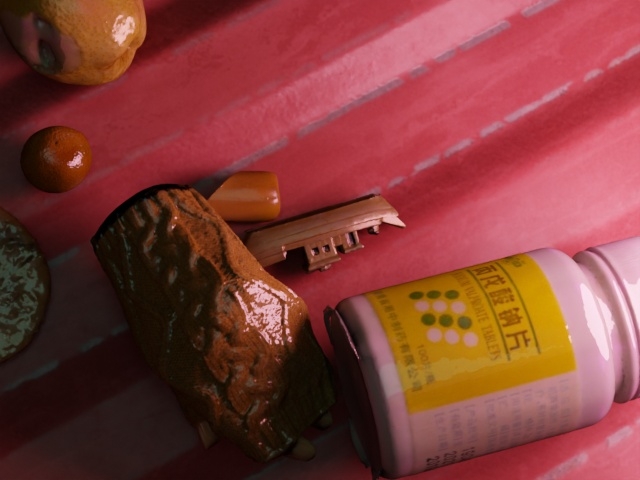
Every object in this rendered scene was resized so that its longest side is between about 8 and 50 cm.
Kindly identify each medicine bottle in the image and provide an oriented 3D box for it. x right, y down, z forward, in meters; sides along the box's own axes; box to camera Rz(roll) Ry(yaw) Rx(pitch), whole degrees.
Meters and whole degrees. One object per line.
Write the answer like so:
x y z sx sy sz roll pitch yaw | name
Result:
0.211 0.127 1.748 0.378 0.213 0.214 -14 83 -10 | medicine bottle

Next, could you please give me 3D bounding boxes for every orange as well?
-0.306 -0.095 1.788 0.085 0.085 0.085 1 80 -7 | orange

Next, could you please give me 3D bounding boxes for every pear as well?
-0.282 -0.261 1.774 0.178 0.178 0.178 1 80 -7 | pear

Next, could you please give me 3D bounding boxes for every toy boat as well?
0.000 0.000 1.820 0.206 0.064 0.072 -15 98 -9 | toy boat

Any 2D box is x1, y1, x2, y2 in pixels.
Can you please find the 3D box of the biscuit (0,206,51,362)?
-0.420 0.050 1.771 0.219 0.033 0.220 1 80 -6 | biscuit

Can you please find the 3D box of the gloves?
-0.119 0.104 1.728 0.203 0.155 0.356 -38 92 16 | gloves

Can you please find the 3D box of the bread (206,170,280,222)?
-0.098 -0.054 1.821 0.103 0.049 0.062 2 80 -9 | bread
